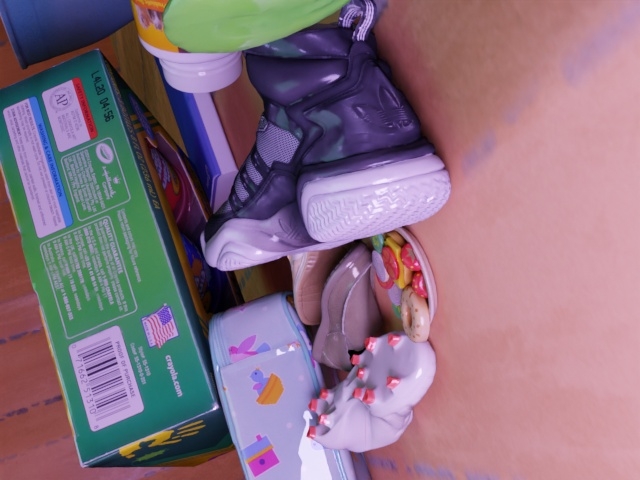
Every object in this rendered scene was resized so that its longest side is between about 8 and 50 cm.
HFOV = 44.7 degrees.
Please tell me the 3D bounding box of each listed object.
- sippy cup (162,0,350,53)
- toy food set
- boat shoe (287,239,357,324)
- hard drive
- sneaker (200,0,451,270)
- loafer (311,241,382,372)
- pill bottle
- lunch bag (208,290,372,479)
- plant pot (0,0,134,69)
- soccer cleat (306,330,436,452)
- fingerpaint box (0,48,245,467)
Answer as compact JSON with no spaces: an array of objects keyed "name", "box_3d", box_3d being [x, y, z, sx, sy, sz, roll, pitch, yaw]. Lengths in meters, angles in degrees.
[{"name":"sippy cup","box_3d":[-0.091,-0.257,0.384,0.240,0.223,0.306,86,160,-44]},{"name":"toy food set","box_3d":[0.060,0.027,0.570,0.082,0.020,0.083,-128,24,-55]},{"name":"boat shoe","box_3d":[0.000,0.000,0.694,0.059,0.062,0.170,-119,28,-47]},{"name":"hard drive","box_3d":[-0.206,-0.214,1.239,0.210,0.040,0.319,122,129,-71]},{"name":"sneaker","box_3d":[-0.019,-0.068,0.550,0.268,0.101,0.153,-17,85,58]},{"name":"loafer","box_3d":[0.030,0.061,0.670,0.050,0.056,0.148,27,140,15]},{"name":"pill bottle","box_3d":[-0.125,-0.251,0.734,0.215,0.117,0.117,87,160,-46]},{"name":"lunch bag","box_3d":[-0.025,0.197,0.838,0.224,0.107,0.279,43,-150,-83]},{"name":"plant pot","box_3d":[-0.396,-0.441,1.250,0.271,0.255,0.272,162,90,-76]},{"name":"soccer cleat","box_3d":[0.054,0.130,0.650,0.196,0.076,0.068,129,153,-52]},{"name":"fingerpaint box","box_3d":[-0.214,0.048,0.998,0.371,0.163,0.445,62,-174,-71]}]
